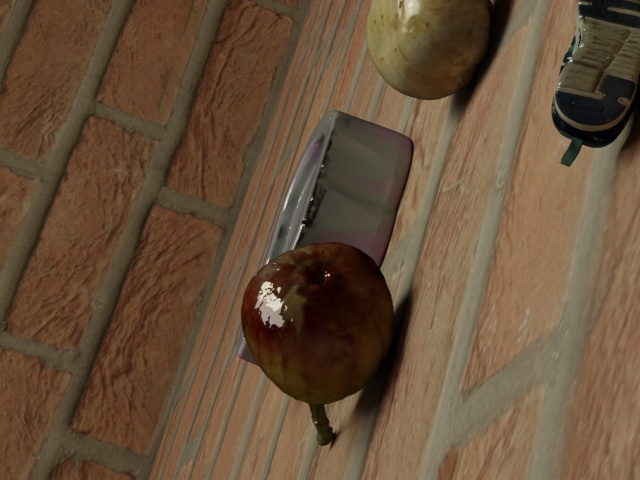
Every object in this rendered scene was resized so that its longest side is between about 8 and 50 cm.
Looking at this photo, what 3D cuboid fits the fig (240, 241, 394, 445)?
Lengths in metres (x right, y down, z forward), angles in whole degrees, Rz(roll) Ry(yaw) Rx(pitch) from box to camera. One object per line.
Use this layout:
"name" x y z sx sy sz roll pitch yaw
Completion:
"fig" 0.012 0.118 1.482 0.143 0.231 0.160 -6 27 32

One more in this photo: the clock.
"clock" 0.000 0.000 1.839 0.338 0.102 0.339 -158 90 -82

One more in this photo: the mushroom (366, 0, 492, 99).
"mushroom" 0.121 -0.231 1.590 0.166 0.127 0.166 180 90 -71

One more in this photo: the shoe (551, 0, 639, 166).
"shoe" 0.199 -0.120 1.039 0.071 0.064 0.143 92 -163 -54
